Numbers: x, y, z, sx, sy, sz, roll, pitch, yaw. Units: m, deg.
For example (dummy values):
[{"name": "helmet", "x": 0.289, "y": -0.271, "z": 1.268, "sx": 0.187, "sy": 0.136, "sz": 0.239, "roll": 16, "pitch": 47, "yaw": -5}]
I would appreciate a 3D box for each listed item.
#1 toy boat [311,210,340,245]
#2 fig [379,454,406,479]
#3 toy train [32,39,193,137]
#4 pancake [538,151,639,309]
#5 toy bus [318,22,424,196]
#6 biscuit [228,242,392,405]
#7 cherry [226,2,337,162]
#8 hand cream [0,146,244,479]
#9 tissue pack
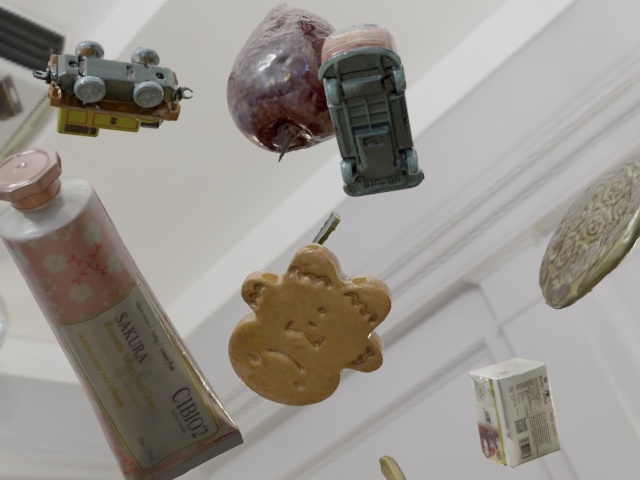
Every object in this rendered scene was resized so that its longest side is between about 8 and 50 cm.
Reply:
[{"name": "toy boat", "x": 0.000, "y": 0.000, "z": 1.658, "sx": 0.016, "sy": 0.063, "sz": 0.115, "roll": 33, "pitch": -80, "yaw": -10}, {"name": "fig", "x": 0.091, "y": 0.346, "z": 0.881, "sx": 0.175, "sy": 0.175, "sz": 0.207, "roll": -5, "pitch": -78, "yaw": -25}, {"name": "toy train", "x": -0.293, "y": -0.204, "z": 1.245, "sx": 0.220, "sy": 0.089, "sz": 0.127, "roll": 3, "pitch": -37, "yaw": -22}, {"name": "pancake", "x": 0.376, "y": -0.018, "z": 1.196, "sx": 0.031, "sy": 0.250, "sz": 0.250, "roll": 33, "pitch": -51, "yaw": -6}, {"name": "toy bus", "x": 0.069, "y": -0.188, "z": 1.250, "sx": 0.121, "sy": 0.119, "sz": 0.265, "roll": -9, "pitch": -42, "yaw": 8}, {"name": "biscuit", "x": -0.029, "y": 0.162, "z": 1.518, "sx": 0.275, "sy": 0.052, "sz": 0.355, "roll": 34, "pitch": -55, "yaw": -7}, {"name": "cherry", "x": -0.047, "y": -0.280, "z": 1.551, "sx": 0.230, "sy": 0.300, "sz": 0.203, "roll": -13, "pitch": -21, "yaw": 27}, {"name": "hand cream", "x": -0.097, "y": 0.049, "z": 0.424, "sx": 0.067, "sy": 0.043, "sz": 0.209, "roll": -28, "pitch": -51, "yaw": -12}, {"name": "tissue pack", "x": 0.318, "y": 0.280, "z": 1.454, "sx": 0.106, "sy": 0.148, "sz": 0.099, "roll": -12, "pitch": 5, "yaw": -24}]
